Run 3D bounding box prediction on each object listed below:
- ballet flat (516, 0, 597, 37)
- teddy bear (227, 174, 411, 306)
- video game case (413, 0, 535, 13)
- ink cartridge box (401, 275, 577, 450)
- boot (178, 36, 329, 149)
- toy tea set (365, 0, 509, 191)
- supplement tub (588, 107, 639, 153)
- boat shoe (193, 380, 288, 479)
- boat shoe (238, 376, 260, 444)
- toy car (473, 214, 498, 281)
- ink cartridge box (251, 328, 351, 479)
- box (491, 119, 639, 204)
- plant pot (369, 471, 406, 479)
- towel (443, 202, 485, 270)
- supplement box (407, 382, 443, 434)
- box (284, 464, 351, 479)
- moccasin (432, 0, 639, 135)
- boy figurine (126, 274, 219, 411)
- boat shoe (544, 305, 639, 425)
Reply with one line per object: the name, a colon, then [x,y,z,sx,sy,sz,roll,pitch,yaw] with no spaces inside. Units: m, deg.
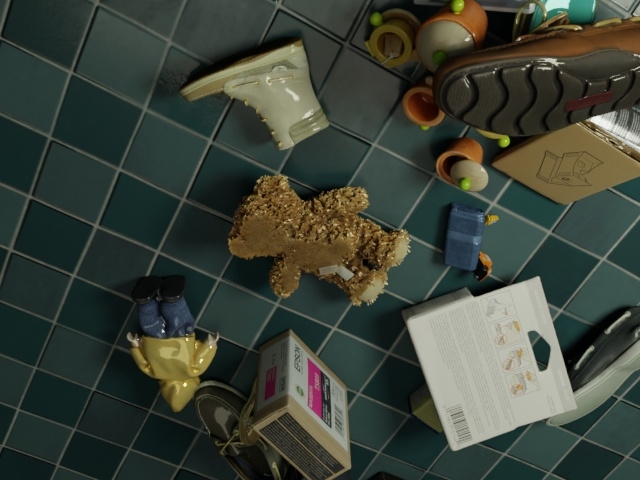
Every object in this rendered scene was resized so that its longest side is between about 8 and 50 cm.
ballet flat: [0.344,-0.391,0.995,0.123,0.123,0.349,1,121,0]
teddy bear: [0.000,0.000,1.221,0.337,0.113,0.245,7,125,-13]
video game case: [0.221,-0.420,0.969,0.190,0.022,0.173,18,124,33]
ink cartridge box: [0.327,0.232,1.320,0.261,0.066,0.296,-19,104,3]
boot: [-0.106,-0.220,1.107,0.213,0.077,0.165,-18,119,6]
toy tea set: [0.197,-0.211,1.049,0.200,0.124,0.336,-11,124,41]
supplement tub: [0.438,-0.192,1.106,0.197,0.106,0.106,23,116,-10]
boat shoe: [-0.169,0.423,1.442,0.109,0.091,0.305,-28,115,14]
boat shoe: [-0.124,0.345,1.387,0.056,0.048,0.153,23,84,-23]
toy car: [0.311,0.015,1.247,0.040,0.060,0.122,-7,131,-33]
ink cartridge box: [-0.033,0.314,1.304,0.088,0.235,0.193,-33,114,16]
box: [0.407,-0.126,1.114,0.164,0.021,0.201,27,158,-15]
plant pot: [0.161,0.635,1.514,0.187,0.188,0.167,25,104,-13]
towel: [0.261,-0.006,1.236,0.067,0.029,0.120,18,119,27]
supplement box: [0.241,0.343,1.420,0.083,0.056,0.083,37,112,-18]
box: [-0.014,0.541,1.471,0.108,0.153,0.207,15,118,-8]
moccasin: [0.328,-0.244,0.939,0.380,0.147,0.139,-16,139,-9]
boy figurine: [-0.281,0.209,1.329,0.177,0.092,0.285,-5,119,2]
boat shoe: [0.551,0.255,1.358,0.114,0.091,0.302,23,120,-41]
